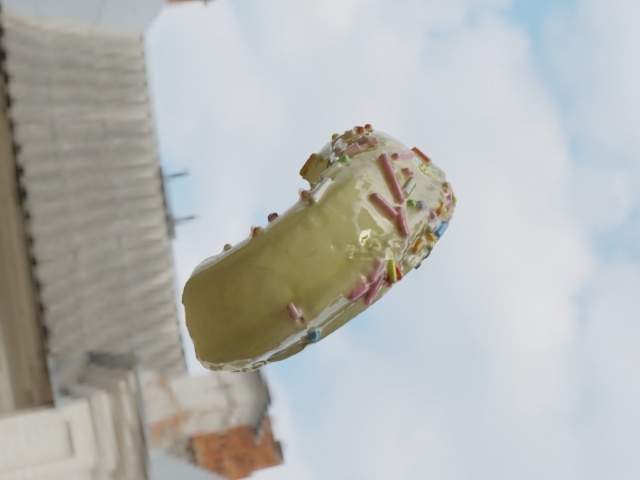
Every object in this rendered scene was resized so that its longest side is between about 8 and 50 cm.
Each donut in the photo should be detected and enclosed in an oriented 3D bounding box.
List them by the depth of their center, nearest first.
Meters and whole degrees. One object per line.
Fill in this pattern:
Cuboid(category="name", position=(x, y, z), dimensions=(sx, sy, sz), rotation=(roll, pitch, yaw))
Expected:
Cuboid(category="donut", position=(0.004, -0.002, 0.830), dimensions=(0.065, 0.166, 0.108), rotation=(53, -28, -12))
